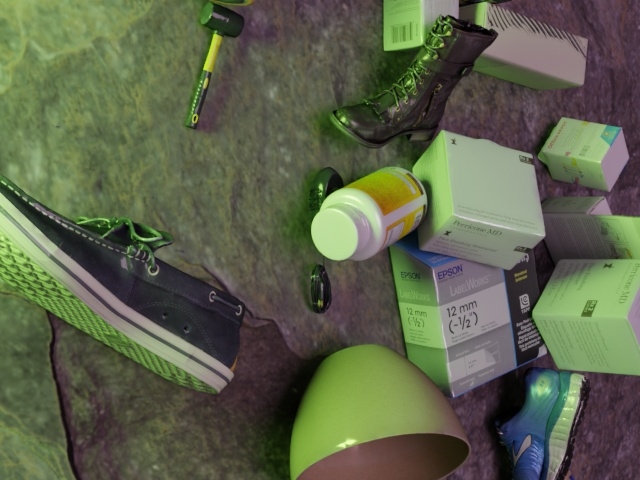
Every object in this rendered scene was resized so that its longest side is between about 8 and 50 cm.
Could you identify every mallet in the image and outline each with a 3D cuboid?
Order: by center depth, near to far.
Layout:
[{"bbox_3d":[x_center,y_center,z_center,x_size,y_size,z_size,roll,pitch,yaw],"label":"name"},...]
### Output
[{"bbox_3d":[-0.174,-0.263,1.494,0.062,0.039,0.190,27,82,-34],"label":"mallet"}]

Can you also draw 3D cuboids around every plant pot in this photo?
[{"bbox_3d":[0.076,0.278,1.591,0.284,0.284,0.191,12,50,-35],"label":"plant pot"}]

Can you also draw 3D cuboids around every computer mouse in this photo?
[{"bbox_3d":[0.000,0.000,1.636,0.071,0.041,0.242,-4,101,-60],"label":"computer mouse"}]

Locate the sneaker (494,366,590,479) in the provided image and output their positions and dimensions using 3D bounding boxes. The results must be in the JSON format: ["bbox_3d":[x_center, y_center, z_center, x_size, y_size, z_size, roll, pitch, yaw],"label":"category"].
[{"bbox_3d":[0.401,0.386,1.902,0.129,0.147,0.330,-15,120,-60],"label":"sneaker"}]

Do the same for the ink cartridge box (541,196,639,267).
[{"bbox_3d":[0.567,0.056,1.903,0.066,0.261,0.296,-40,115,-28],"label":"ink cartridge box"}]

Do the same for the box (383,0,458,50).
[{"bbox_3d":[0.170,-0.371,1.689,0.087,0.101,0.102,-2,94,-36],"label":"box"}]

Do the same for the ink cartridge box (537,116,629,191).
[{"bbox_3d":[0.502,-0.168,1.925,0.092,0.143,0.090,-55,138,-20],"label":"ink cartridge box"}]

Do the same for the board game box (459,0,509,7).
[{"bbox_3d":[0.286,-0.494,1.741,0.048,0.141,0.170,13,86,-35],"label":"board game box"}]

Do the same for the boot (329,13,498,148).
[{"bbox_3d":[0.151,-0.267,1.618,0.262,0.091,0.229,-10,141,-43],"label":"boot"}]

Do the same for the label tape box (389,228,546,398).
[{"bbox_3d":[0.262,0.072,1.778,0.249,0.115,0.348,-17,104,-34],"label":"label tape box"}]

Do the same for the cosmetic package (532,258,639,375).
[{"bbox_3d":[0.510,0.136,1.803,0.151,0.183,0.151,-55,127,-35],"label":"cosmetic package"}]

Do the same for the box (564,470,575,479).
[{"bbox_3d":[0.504,0.583,2.031,0.136,0.036,0.225,-47,119,-24],"label":"box"}]

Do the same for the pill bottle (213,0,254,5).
[{"bbox_3d":[-0.121,-0.472,1.457,0.130,0.130,0.246,9,87,-36],"label":"pill bottle"}]

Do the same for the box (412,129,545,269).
[{"bbox_3d":[0.265,-0.068,1.699,0.180,0.119,0.182,12,54,-18],"label":"box"}]

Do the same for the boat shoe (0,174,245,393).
[{"bbox_3d":[-0.286,0.038,1.348,0.500,0.186,0.156,39,66,-36],"label":"boat shoe"}]

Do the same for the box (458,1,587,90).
[{"bbox_3d":[0.354,-0.348,1.818,0.275,0.113,0.094,8,87,-37],"label":"box"}]

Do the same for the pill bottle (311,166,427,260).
[{"bbox_3d":[0.076,-0.039,1.596,0.215,0.117,0.117,-29,110,-54],"label":"pill bottle"}]
